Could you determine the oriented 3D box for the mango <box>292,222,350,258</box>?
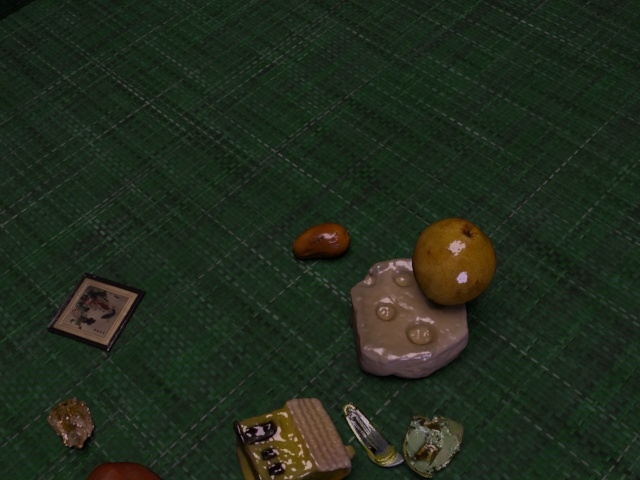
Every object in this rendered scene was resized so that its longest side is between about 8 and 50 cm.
[{"bbox_3d":[0.001,-0.003,2.164,0.159,0.084,0.105,-4,47,2],"label":"mango"}]

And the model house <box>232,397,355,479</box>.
[{"bbox_3d":[-0.056,0.474,1.779,0.234,0.175,0.193,-17,52,-20],"label":"model house"}]

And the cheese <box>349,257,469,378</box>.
[{"bbox_3d":[0.209,0.193,1.977,0.326,0.115,0.318,-38,60,-24],"label":"cheese"}]

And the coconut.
[{"bbox_3d":[0.252,0.460,1.813,0.158,0.055,0.133,-29,55,-18],"label":"coconut"}]

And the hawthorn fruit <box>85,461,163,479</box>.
[{"bbox_3d":[-0.440,0.562,1.735,0.199,0.199,0.251,-37,39,-20],"label":"hawthorn fruit"}]

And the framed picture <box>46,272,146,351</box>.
[{"bbox_3d":[-0.596,0.188,2.121,0.195,0.010,0.199,16,57,16],"label":"framed picture"}]

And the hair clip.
[{"bbox_3d":[0.114,0.453,1.844,0.060,0.033,0.188,-33,60,-16],"label":"hair clip"}]

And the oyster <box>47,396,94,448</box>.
[{"bbox_3d":[-0.603,0.442,1.921,0.121,0.045,0.146,-9,51,16],"label":"oyster"}]

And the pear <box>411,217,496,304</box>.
[{"bbox_3d":[0.316,0.043,1.894,0.209,0.209,0.209,-3,53,3],"label":"pear"}]
